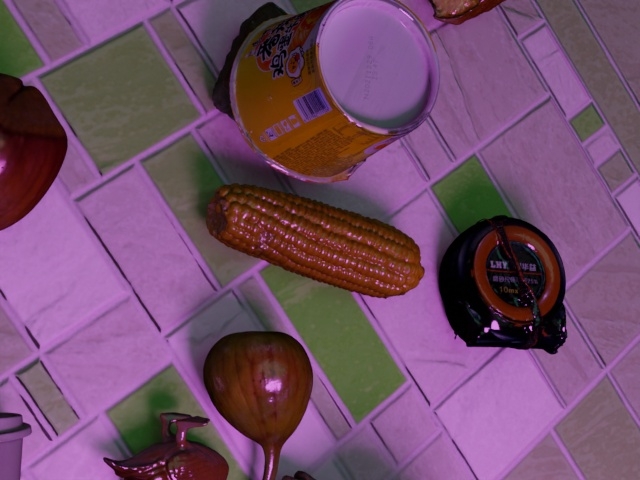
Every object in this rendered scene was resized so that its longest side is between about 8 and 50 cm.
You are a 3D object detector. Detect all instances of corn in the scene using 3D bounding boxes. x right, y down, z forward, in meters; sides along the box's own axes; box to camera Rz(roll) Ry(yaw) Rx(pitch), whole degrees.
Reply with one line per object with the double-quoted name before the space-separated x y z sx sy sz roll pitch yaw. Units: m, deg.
"corn" 0.000 0.000 1.648 0.363 0.120 0.120 20 69 -26

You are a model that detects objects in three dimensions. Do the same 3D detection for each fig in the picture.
"fig" -0.073 0.252 1.530 0.151 0.151 0.259 -6 80 -30

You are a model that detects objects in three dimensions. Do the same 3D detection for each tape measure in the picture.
"tape measure" 0.295 0.072 1.793 0.202 0.135 0.222 3 74 -19

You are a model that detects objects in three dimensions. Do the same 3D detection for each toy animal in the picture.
"toy animal" -0.206 0.324 1.481 0.188 0.089 0.179 1 93 -35

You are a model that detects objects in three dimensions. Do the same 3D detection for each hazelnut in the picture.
"hazelnut" -0.444 -0.115 1.407 0.212 0.181 0.181 37 35 -18

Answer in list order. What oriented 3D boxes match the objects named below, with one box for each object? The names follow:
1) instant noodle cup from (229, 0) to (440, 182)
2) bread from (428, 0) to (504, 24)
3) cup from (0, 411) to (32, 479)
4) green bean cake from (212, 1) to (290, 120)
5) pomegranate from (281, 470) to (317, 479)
"instant noodle cup" 0.029 -0.226 1.563 0.264 0.200 0.264 6 78 -30
"bread" 0.288 -0.467 1.909 0.260 0.134 0.129 -32 80 2
"cup" -0.414 0.283 1.353 0.120 0.120 0.141 0 86 -30
"green bean cake" -0.064 -0.243 1.682 0.181 0.094 0.173 30 67 -23
"pomegranate" 0.067 0.447 1.511 0.341 0.285 0.285 42 59 13
